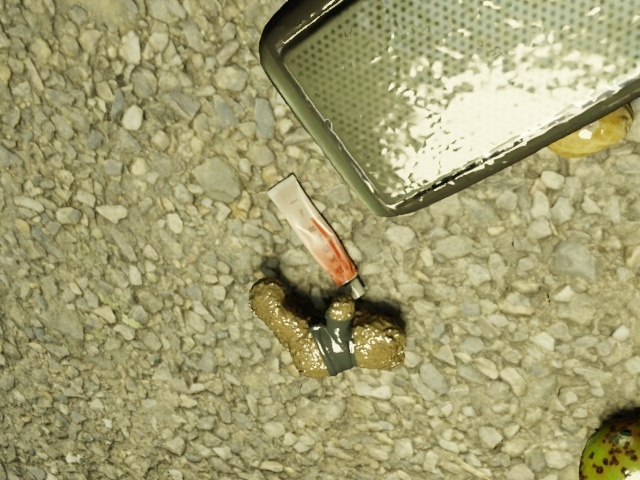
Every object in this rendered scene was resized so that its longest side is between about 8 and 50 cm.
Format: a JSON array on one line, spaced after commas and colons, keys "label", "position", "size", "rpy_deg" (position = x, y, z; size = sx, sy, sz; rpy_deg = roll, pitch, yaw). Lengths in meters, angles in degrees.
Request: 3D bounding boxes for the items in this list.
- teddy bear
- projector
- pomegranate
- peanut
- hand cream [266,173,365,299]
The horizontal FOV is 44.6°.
[{"label": "teddy bear", "position": [0.007, 0.154, 1.219], "size": [0.251, 0.129, 0.182], "rpy_deg": [11, 160, 14]}, {"label": "projector", "position": [0.195, -0.262, 0.738], "size": [0.405, 0.395, 0.242], "rpy_deg": [-28, 105, 34]}, {"label": "pomegranate", "position": [0.466, 0.348, 1.111], "size": [0.205, 0.159, 0.159], "rpy_deg": [46, 130, 28]}, {"label": "peanut", "position": [0.283, -0.147, 0.964], "size": [0.192, 0.089, 0.089], "rpy_deg": [9, 121, 23]}, {"label": "hand cream", "position": [0.001, -0.001, 1.196], "size": [0.052, 0.038, 0.216], "rpy_deg": [-36, 98, 6]}]
